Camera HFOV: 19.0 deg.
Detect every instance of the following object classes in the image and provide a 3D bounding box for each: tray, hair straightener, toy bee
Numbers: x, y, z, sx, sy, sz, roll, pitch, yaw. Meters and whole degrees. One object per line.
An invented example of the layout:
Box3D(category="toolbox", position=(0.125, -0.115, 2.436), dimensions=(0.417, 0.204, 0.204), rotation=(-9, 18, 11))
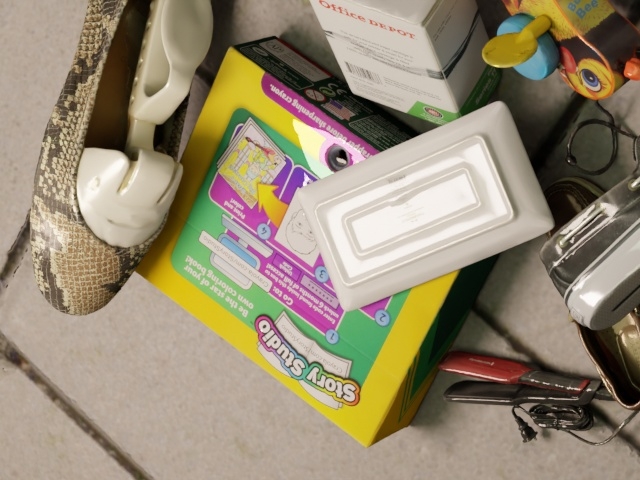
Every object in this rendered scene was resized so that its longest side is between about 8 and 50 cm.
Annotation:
Box3D(category="tray", position=(0.101, -0.031, 1.990), dimensions=(0.270, 0.030, 0.145), rotation=(-23, 87, 30))
Box3D(category="hair straightener", position=(0.239, 0.176, 2.079), dimensions=(0.230, 0.047, 0.089), rotation=(5, 118, 26))
Box3D(category="toy bee", position=(0.264, -0.210, 1.866), dimensions=(0.195, 0.298, 0.162), rotation=(-59, 26, -14))

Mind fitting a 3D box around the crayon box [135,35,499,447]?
Box3D(category="crayon box", position=(0.000, 0.000, 2.144), dimensions=(0.363, 0.106, 0.313), rotation=(36, 119, 20))

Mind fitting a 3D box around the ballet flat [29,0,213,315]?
Box3D(category="ballet flat", position=(-0.205, -0.151, 2.121), dimensions=(0.182, 0.164, 0.483), rotation=(5, 81, 53))

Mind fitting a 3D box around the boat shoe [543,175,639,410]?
Box3D(category="boat shoe", position=(0.294, 0.056, 1.974), dimensions=(0.095, 0.095, 0.257), rotation=(-30, 85, 34))

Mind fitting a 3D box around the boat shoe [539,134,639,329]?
Box3D(category="boat shoe", position=(0.345, -0.062, 1.869), dimensions=(0.335, 0.121, 0.119), rotation=(-44, 66, 12))

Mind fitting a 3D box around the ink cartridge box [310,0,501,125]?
Box3D(category="ink cartridge box", position=(0.087, -0.217, 1.973), dimensions=(0.153, 0.208, 0.087), rotation=(23, 71, 26))
